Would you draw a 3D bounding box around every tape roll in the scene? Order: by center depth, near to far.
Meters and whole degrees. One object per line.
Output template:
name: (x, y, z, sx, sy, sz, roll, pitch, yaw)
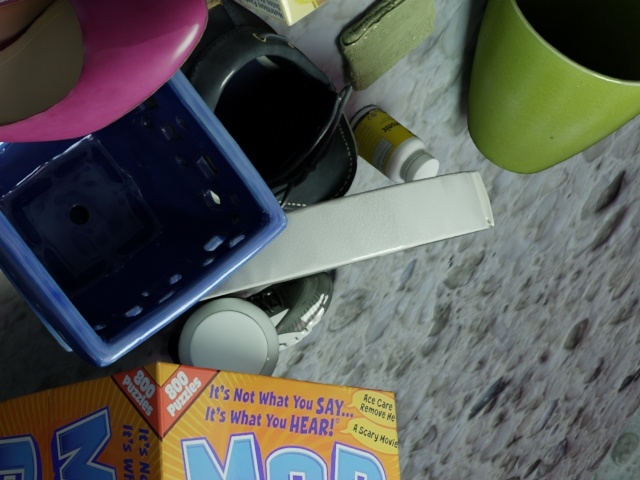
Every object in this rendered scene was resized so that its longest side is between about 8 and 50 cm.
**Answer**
tape roll: (0.000, 0.000, 1.827, 0.392, 0.072, 0.392, -15, 178, -1)

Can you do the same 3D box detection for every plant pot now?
plant pot: (-0.210, -0.032, 1.546, 0.236, 0.236, 0.212, -39, -171, -19)
plant pot: (0.310, -0.222, 2.097, 0.274, 0.275, 0.293, -29, 161, -33)

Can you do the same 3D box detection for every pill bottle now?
pill bottle: (-0.107, 0.125, 1.878, 0.117, 0.117, 0.208, -49, -179, -3)
pill bottle: (0.092, -0.113, 2.028, 0.065, 0.116, 0.065, -36, 149, -25)

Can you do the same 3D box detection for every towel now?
towel: (0.084, -0.253, 1.946, 0.148, 0.027, 0.110, -43, 152, -15)

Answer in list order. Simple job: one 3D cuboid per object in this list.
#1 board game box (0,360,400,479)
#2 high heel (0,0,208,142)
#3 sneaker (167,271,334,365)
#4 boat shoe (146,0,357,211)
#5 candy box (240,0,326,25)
board game box: (-0.153, 0.351, 1.766, 0.356, 0.357, 0.356, -17, 160, 42)
high heel: (-0.282, -0.139, 1.296, 0.377, 0.127, 0.181, -21, 167, 19)
sneaker: (-0.093, 0.102, 2.022, 0.234, 0.078, 0.106, -32, 144, 11)
boat shoe: (-0.059, -0.124, 1.766, 0.187, 0.156, 0.500, -51, 153, -3)
candy box: (-0.024, -0.382, 1.495, 0.183, 0.087, 0.316, -37, 133, -21)
